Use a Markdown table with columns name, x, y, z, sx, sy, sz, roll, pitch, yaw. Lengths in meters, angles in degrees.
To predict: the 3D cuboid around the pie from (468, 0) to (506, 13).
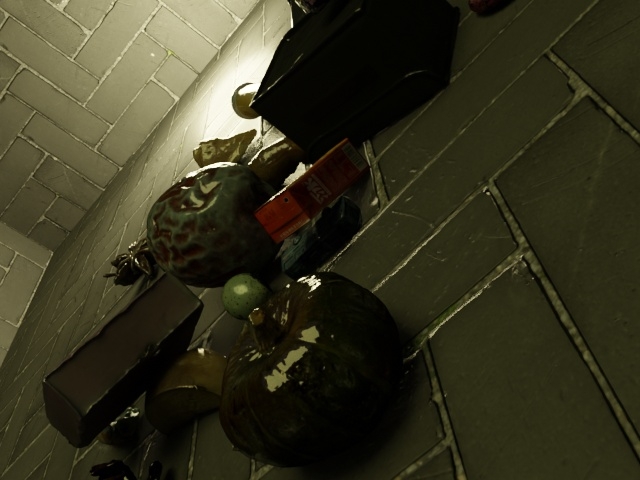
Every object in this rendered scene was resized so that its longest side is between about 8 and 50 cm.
| name | x | y | z | sx | sy | sz | roll | pitch | yaw |
| --- | --- | --- | --- | --- | --- | --- | --- | --- | --- |
| pie | 0.321 | -0.462 | 1.303 | 0.154 | 0.036 | 0.154 | -43 | 25 | 26 |

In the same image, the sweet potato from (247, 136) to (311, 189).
| name | x | y | z | sx | sy | sz | roll | pitch | yaw |
| --- | --- | --- | --- | --- | --- | --- | --- | --- | --- |
| sweet potato | -0.107 | -0.159 | 1.634 | 0.124 | 0.098 | 0.310 | -40 | 13 | -28 |

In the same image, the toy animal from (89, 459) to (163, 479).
| name | x | y | z | sx | sy | sz | roll | pitch | yaw |
| --- | --- | --- | --- | --- | --- | --- | --- | --- | --- |
| toy animal | -0.323 | 0.457 | 1.217 | 0.218 | 0.116 | 0.179 | 18 | 102 | 61 |

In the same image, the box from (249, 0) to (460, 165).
| name | x | y | z | sx | sy | sz | roll | pitch | yaw |
| --- | --- | --- | --- | --- | --- | --- | --- | --- | --- |
| box | 0.063 | -0.344 | 1.418 | 0.345 | 0.204 | 0.251 | -31 | 31 | 42 |

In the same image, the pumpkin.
| name | x | y | z | sx | sy | sz | roll | pitch | yaw |
| --- | --- | --- | --- | --- | --- | --- | --- | --- | --- |
| pumpkin | -0.024 | 0.146 | 0.917 | 0.260 | 0.189 | 0.260 | -41 | 27 | 26 |

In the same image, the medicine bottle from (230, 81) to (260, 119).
| name | x | y | z | sx | sy | sz | roll | pitch | yaw |
| --- | --- | --- | --- | --- | --- | --- | --- | --- | --- |
| medicine bottle | -0.127 | -0.373 | 1.970 | 0.108 | 0.108 | 0.426 | -56 | 24 | -6 |

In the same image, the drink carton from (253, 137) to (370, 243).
| name | x | y | z | sx | sy | sz | roll | pitch | yaw |
| --- | --- | --- | --- | --- | --- | --- | --- | --- | --- |
| drink carton | -0.011 | -0.087 | 1.270 | 0.096 | 0.071 | 0.223 | -34 | 7 | 40 |

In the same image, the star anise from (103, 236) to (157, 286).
| name | x | y | z | sx | sy | sz | roll | pitch | yaw |
| --- | --- | --- | --- | --- | --- | --- | --- | --- | --- |
| star anise | -0.532 | 0.063 | 2.156 | 0.231 | 0.089 | 0.209 | -11 | 36 | 51 |

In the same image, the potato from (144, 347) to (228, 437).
| name | x | y | z | sx | sy | sz | roll | pitch | yaw |
| --- | --- | --- | --- | --- | --- | --- | --- | --- | --- |
| potato | -0.230 | 0.243 | 1.307 | 0.243 | 0.098 | 0.138 | -32 | 29 | 40 |

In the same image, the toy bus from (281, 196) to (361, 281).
| name | x | y | z | sx | sy | sz | roll | pitch | yaw |
| --- | --- | --- | --- | --- | --- | --- | --- | --- | --- |
| toy bus | 0.000 | 0.000 | 1.263 | 0.166 | 0.047 | 0.065 | -43 | 27 | 26 |

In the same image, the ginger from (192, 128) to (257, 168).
| name | x | y | z | sx | sy | sz | roll | pitch | yaw |
| --- | --- | --- | --- | --- | --- | --- | --- | --- | --- |
| ginger | -0.268 | -0.260 | 2.075 | 0.193 | 0.123 | 0.115 | -47 | 3 | 3 |

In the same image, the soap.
| name | x | y | z | sx | sy | sz | roll | pitch | yaw |
| --- | --- | --- | --- | --- | --- | --- | --- | --- | --- |
| soap | -0.361 | 0.229 | 1.369 | 0.296 | 0.107 | 0.285 | -43 | -9 | -32 |

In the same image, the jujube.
| name | x | y | z | sx | sy | sz | roll | pitch | yaw |
| --- | --- | --- | --- | --- | --- | --- | --- | --- | --- |
| jujube | -0.217 | -0.028 | 1.464 | 0.308 | 0.215 | 0.246 | -22 | 58 | 42 |

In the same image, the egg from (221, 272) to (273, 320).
| name | x | y | z | sx | sy | sz | roll | pitch | yaw |
| --- | --- | --- | --- | --- | --- | --- | --- | --- | --- |
| egg | -0.128 | 0.099 | 1.320 | 0.110 | 0.085 | 0.085 | -15 | 44 | 54 |

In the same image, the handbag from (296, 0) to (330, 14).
| name | x | y | z | sx | sy | sz | roll | pitch | yaw |
| --- | --- | --- | --- | --- | --- | --- | --- | --- | --- |
| handbag | -0.033 | -0.534 | 1.341 | 0.127 | 0.208 | 0.228 | -24 | 32 | 42 |

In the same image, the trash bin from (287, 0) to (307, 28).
| name | x | y | z | sx | sy | sz | roll | pitch | yaw |
| --- | --- | --- | --- | --- | --- | --- | --- | --- | --- |
| trash bin | 0.032 | -0.543 | 1.769 | 0.182 | 0.210 | 0.290 | -38 | 33 | 30 |

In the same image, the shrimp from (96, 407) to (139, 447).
| name | x | y | z | sx | sy | sz | roll | pitch | yaw |
| --- | --- | --- | --- | --- | --- | --- | --- | --- | --- |
| shrimp | -0.408 | 0.333 | 1.591 | 0.185 | 0.068 | 0.287 | -31 | 22 | 35 |
